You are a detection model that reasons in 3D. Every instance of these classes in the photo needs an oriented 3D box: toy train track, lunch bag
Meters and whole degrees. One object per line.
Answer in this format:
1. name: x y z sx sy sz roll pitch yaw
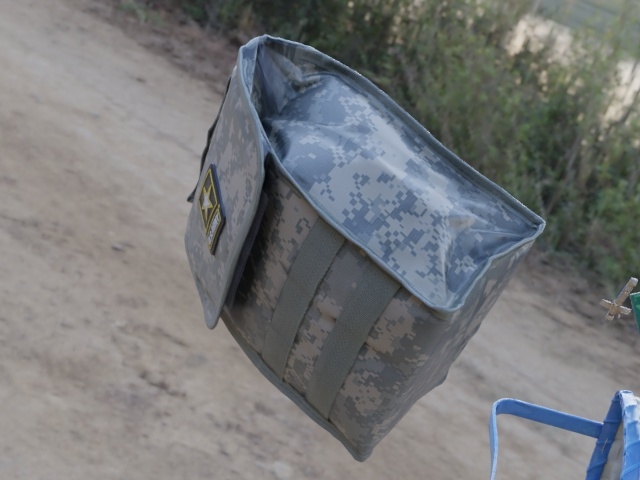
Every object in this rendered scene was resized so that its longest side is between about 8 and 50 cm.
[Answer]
1. toy train track: 0.453 0.091 1.615 0.048 0.083 0.014 20 35 -5
2. lunch bag: 0.000 0.000 0.897 0.287 0.235 0.169 41 50 15

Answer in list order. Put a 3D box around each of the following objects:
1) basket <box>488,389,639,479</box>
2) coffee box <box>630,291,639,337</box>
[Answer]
1. basket: 0.350 0.300 1.338 0.289 0.201 0.255 8 27 6
2. coffee box: 0.442 0.139 1.263 0.040 0.113 0.184 21 55 -57
